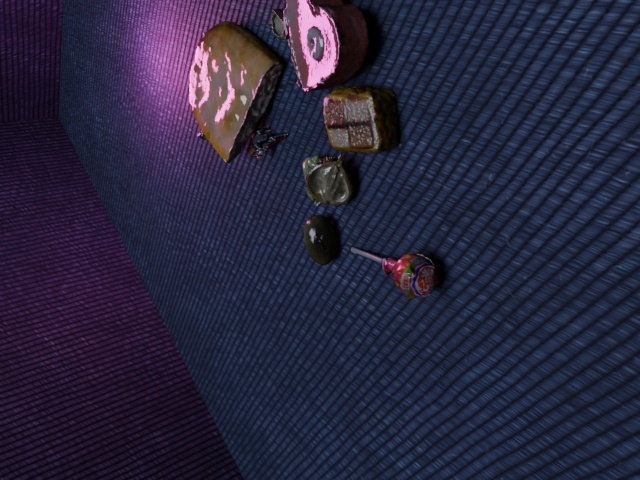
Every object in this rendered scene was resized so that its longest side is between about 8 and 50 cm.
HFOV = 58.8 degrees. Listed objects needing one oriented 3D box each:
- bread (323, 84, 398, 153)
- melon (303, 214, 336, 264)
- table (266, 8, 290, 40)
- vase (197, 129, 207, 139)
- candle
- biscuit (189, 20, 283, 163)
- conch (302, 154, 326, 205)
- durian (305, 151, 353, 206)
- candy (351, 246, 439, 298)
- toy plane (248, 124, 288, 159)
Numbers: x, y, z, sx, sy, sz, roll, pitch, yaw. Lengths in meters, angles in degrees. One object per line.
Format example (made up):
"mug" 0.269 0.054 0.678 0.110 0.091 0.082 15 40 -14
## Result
"bread" 0.108 -0.326 1.537 0.222 0.096 0.182 15 117 49
"melon" 0.000 0.000 1.793 0.099 0.099 0.162 7 114 51
"table" -0.103 -0.645 1.699 0.079 0.083 0.062 55 139 23
"vase" -0.445 -0.478 2.229 0.059 0.059 0.167 47 136 31
"candle" 0.017 -0.536 1.556 0.317 0.131 0.287 55 147 38
"biscuit" -0.324 -0.534 1.999 0.446 0.104 0.429 48 129 32
"conch" -0.020 -0.198 1.774 0.106 0.079 0.170 -122 30 -44
"durian" 0.037 -0.191 1.666 0.148 0.091 0.188 19 135 -3
"candy" 0.188 0.065 1.589 0.365 0.124 0.124 21 120 57
"toy plane" -0.180 -0.344 1.931 0.189 0.061 0.130 -12 63 50
